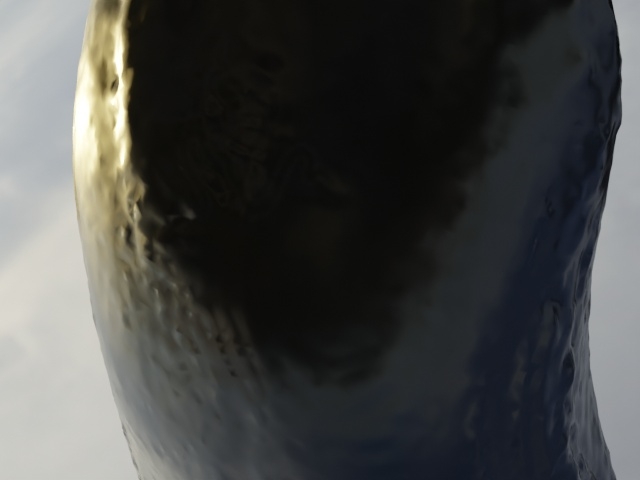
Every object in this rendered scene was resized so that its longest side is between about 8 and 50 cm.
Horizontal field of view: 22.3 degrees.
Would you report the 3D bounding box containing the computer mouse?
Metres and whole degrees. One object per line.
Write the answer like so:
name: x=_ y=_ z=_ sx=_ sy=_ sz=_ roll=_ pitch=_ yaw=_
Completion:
computer mouse: x=0.001 y=0.032 z=0.399 sx=0.147 sy=0.264 sz=0.088 roll=4 pitch=-144 yaw=26
